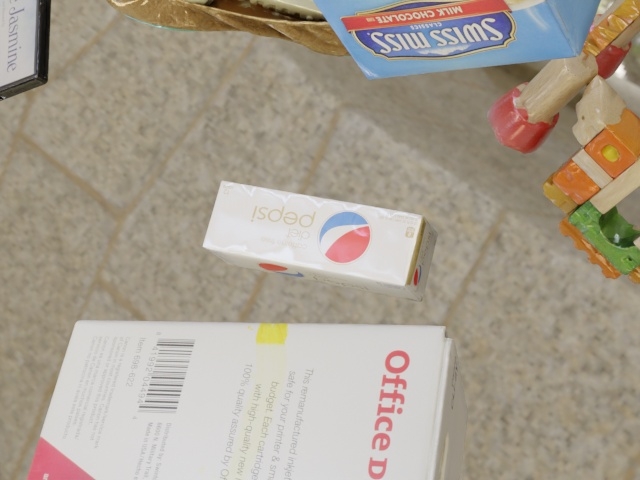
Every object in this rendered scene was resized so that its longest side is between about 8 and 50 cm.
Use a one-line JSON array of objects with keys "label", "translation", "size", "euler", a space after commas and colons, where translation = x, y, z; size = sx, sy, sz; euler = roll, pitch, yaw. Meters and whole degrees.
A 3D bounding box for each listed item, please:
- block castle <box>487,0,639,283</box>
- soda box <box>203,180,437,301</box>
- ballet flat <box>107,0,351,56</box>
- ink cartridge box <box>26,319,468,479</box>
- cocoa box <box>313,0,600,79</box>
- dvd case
[{"label": "block castle", "translation": [0.462, -0.092, 1.672], "size": [0.303, 0.453, 0.213], "euler": [-42, -4, -37]}, {"label": "soda box", "translation": [0.000, 0.000, 1.241], "size": [0.069, 0.216, 0.074], "euler": [43, -120, -66]}, {"label": "ballet flat", "translation": [-0.090, -0.302, 1.504], "size": [0.124, 0.342, 0.116], "euler": [106, 178, -67]}, {"label": "ink cartridge box", "translation": [-0.067, 0.232, 1.198], "size": [0.160, 0.384, 0.279], "euler": [69, -153, -50]}, {"label": "cocoa box", "translation": [0.138, -0.347, 1.121], "size": [0.228, 0.231, 0.347], "euler": [51, -128, -38]}, {"label": "dvd case", "translation": [-0.431, -0.238, 1.549], "size": [0.022, 0.253, 0.180], "euler": [32, -131, -54]}]
